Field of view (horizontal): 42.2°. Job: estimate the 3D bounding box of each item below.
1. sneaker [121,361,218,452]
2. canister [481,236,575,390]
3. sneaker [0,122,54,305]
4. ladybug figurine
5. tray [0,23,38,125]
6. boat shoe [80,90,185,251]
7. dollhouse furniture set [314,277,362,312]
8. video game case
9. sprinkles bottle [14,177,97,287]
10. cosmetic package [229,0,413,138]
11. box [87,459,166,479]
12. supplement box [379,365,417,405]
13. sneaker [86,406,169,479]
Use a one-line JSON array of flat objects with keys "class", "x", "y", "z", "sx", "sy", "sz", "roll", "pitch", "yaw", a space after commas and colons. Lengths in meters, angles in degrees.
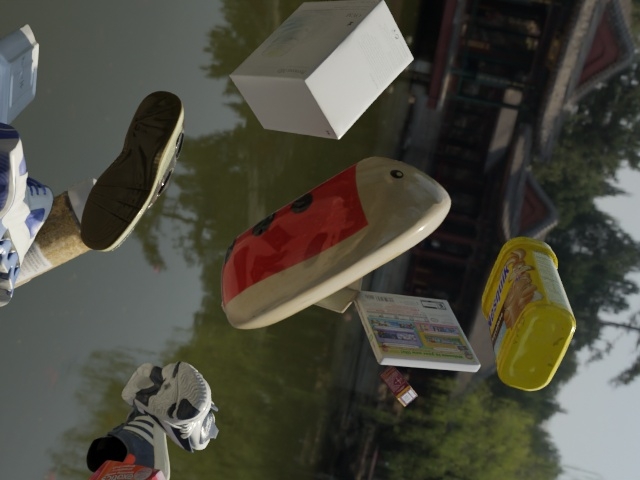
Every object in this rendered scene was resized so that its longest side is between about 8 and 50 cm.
[{"class": "sneaker", "x": -0.197, "y": 0.266, "z": 1.283, "sx": 0.235, "sy": 0.153, "sz": 0.094, "roll": -12, "pitch": -136, "yaw": 51}, {"class": "canister", "x": 0.251, "y": 0.087, "z": 1.014, "sx": 0.170, "sy": 0.073, "sz": 0.126, "roll": -79, "pitch": -175, "yaw": -64}, {"class": "sneaker", "x": -0.492, "y": -0.068, "z": 1.259, "sx": 0.182, "sy": 0.127, "sz": 0.315, "roll": -81, "pitch": -173, "yaw": -49}, {"class": "ladybug figurine", "x": 0.000, "y": 0.000, "z": 1.400, "sx": 0.162, "sy": 0.449, "sz": 0.305, "roll": 59, "pitch": 17, "yaw": -1}, {"class": "tray", "x": -0.481, "y": -0.251, "z": 1.305, "sx": 0.270, "sy": 0.030, "sz": 0.145, "roll": -109, "pitch": -152, "yaw": -67}, {"class": "boat shoe", "x": -0.228, "y": -0.080, "z": 1.061, "sx": 0.073, "sy": 0.080, "sz": 0.223, "roll": 56, "pitch": 54, "yaw": -67}, {"class": "dollhouse furniture set", "x": 0.005, "y": 0.002, "z": 1.692, "sx": 0.212, "sy": 0.161, "sz": 0.242, "roll": 124, "pitch": -19, "yaw": -52}, {"class": "video game case", "x": 0.184, "y": 0.175, "z": 1.617, "sx": 0.193, "sy": 0.212, "sz": 0.023, "roll": -111, "pitch": -145, "yaw": -51}, {"class": "sprinkles bottle", "x": -0.534, "y": 0.015, "z": 1.465, "sx": 0.121, "sy": 0.355, "sz": 0.121, "roll": 64, "pitch": -4, "yaw": 8}, {"class": "cosmetic package", "x": -0.001, "y": -0.312, "z": 1.494, "sx": 0.224, "sy": 0.224, "sz": 0.138, "roll": -50, "pitch": 127, "yaw": -20}, {"class": "box", "x": -0.298, "y": 0.503, "z": 1.370, "sx": 0.122, "sy": 0.128, "sz": 0.257, "roll": -47, "pitch": 127, "yaw": -46}, {"class": "supplement box", "x": 0.184, "y": 0.343, "z": 1.965, "sx": 0.043, "sy": 0.083, "sz": 0.055, "roll": -40, "pitch": 141, "yaw": -1}, {"class": "sneaker", "x": -0.405, "y": 0.420, "z": 1.715, "sx": 0.350, "sy": 0.148, "sz": 0.131, "roll": -140, "pitch": -112, "yaw": -69}]
